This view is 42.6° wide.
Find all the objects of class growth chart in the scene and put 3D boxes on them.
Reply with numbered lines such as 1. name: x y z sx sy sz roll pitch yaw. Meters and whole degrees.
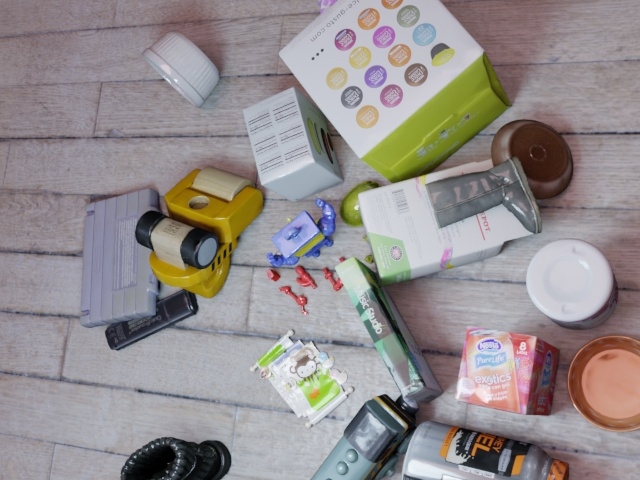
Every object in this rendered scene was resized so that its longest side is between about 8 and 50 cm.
1. growth chart: -0.044 0.331 1.995 0.237 0.021 0.172 43 96 23

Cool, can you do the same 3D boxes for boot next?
1. boot: -0.391 0.600 1.950 0.131 0.260 0.348 40 95 24
2. boot: 0.348 -0.069 1.756 0.208 0.076 0.190 -22 83 0

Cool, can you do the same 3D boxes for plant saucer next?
1. plant saucer: 0.476 -0.188 1.819 0.198 0.036 0.199 4 68 -11
2. plant saucer: 0.620 0.299 1.716 0.199 0.037 0.200 -5 77 21

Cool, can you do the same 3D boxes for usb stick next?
1. usb stick: -0.448 0.211 2.174 0.277 0.045 0.077 -26 75 16

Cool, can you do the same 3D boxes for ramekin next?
1. ramekin: -0.364 -0.464 2.197 0.207 0.207 0.109 42 87 24

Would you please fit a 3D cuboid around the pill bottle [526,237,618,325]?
1. pill bottle: 0.517 0.098 1.664 0.160 0.283 0.161 -5 78 22

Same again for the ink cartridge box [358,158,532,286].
1. ink cartridge box: 0.280 -0.044 1.855 0.353 0.119 0.207 -15 73 1

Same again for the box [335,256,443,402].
1. box: 0.155 0.202 1.822 0.058 0.232 0.322 -32 69 8

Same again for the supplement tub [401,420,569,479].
1. supplement tub: 0.342 0.500 1.704 0.315 0.193 0.194 8 82 23

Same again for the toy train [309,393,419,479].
1. toy train: 0.088 0.475 1.800 0.142 0.190 0.334 43 107 24

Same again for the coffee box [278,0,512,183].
1. coffee box: 0.181 -0.364 1.870 0.337 0.338 0.334 -40 68 11

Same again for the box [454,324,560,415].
1. box: 0.388 0.269 1.673 0.142 0.300 0.154 7 81 25

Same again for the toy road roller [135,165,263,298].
1. toy road roller: -0.299 -0.008 2.102 0.202 0.241 0.329 20 50 25

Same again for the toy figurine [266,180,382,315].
1. toy figurine: 0.000 0.000 1.937 0.362 0.217 0.191 -38 68 12

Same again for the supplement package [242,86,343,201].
1. supplement package: -0.065 -0.231 2.023 0.149 0.194 0.203 -21 73 18

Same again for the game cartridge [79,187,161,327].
1. game cartridge: -0.538 0.047 2.221 0.230 0.068 0.355 -10 68 18

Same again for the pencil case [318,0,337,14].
1. pencil case: 0.046 -0.538 2.100 0.086 0.088 0.206 -17 72 16
